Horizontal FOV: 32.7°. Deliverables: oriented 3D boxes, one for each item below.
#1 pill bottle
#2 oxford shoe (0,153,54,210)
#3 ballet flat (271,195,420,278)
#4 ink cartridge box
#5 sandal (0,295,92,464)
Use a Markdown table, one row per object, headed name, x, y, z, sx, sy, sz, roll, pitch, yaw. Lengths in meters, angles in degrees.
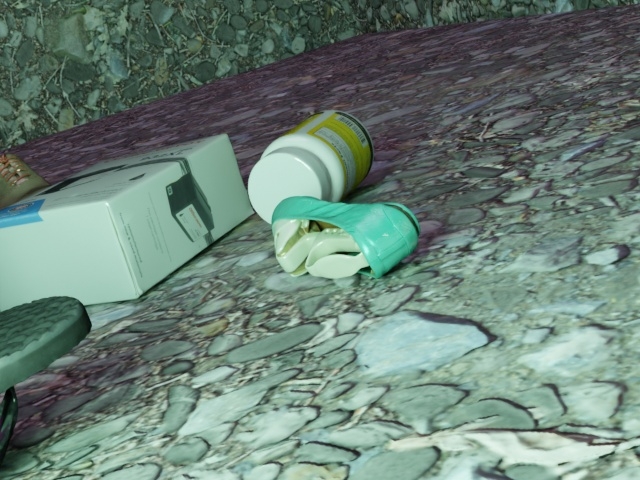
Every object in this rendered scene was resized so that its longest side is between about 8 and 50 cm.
| name | x | y | z | sx | sy | sz | roll | pitch | yaw |
| --- | --- | --- | --- | --- | --- | --- | --- | --- | --- |
| pill bottle | -0.012 | -0.095 | 1.445 | 0.119 | 0.119 | 0.208 | -10 | 15 | 23 |
| oxford shoe | -0.567 | -0.092 | 2.009 | 0.123 | 0.130 | 0.348 | -26 | 17 | -33 |
| ballet flat | 0.000 | 0.000 | 1.165 | 0.087 | 0.083 | 0.247 | -41 | 23 | -28 |
| ink cartridge box | -0.264 | -0.027 | 1.438 | 0.223 | 0.129 | 0.307 | -9 | 16 | 27 |
| sandal | -0.362 | 0.191 | 0.831 | 0.445 | 0.107 | 0.167 | -34 | 21 | -17 |
